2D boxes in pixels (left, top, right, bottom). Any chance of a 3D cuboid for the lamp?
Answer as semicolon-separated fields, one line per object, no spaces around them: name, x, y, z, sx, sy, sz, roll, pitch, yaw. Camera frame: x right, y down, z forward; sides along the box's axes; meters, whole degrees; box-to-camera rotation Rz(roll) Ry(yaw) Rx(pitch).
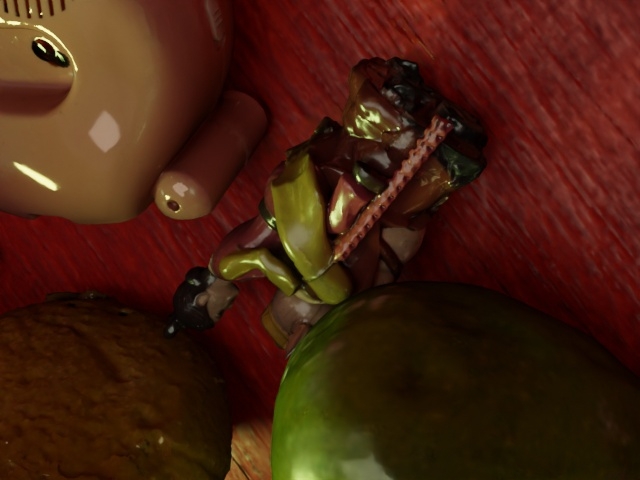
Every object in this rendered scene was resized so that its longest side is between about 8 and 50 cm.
lamp;0.000;0.000;0.762;0.118;0.118;0.253;43;112;9

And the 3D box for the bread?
bread;-0.175;0.143;0.821;0.239;0.240;0.139;21;122;18

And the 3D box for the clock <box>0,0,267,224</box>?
clock;-0.172;-0.136;0.751;0.227;0.142;0.241;6;129;23

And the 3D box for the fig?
fig;0.110;0.160;0.692;0.314;0.233;0.233;31;115;1
